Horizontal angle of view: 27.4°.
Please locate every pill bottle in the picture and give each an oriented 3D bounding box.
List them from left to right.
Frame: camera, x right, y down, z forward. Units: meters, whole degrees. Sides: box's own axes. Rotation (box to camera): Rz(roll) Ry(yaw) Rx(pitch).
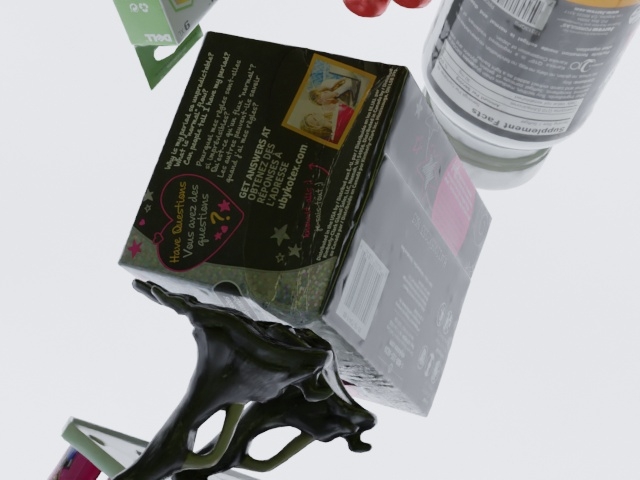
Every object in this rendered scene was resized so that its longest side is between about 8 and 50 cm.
[{"bbox_3d":[0.179,-0.179,1.127,0.162,0.278,0.162,8,-128,-10],"label":"pill bottle"}]

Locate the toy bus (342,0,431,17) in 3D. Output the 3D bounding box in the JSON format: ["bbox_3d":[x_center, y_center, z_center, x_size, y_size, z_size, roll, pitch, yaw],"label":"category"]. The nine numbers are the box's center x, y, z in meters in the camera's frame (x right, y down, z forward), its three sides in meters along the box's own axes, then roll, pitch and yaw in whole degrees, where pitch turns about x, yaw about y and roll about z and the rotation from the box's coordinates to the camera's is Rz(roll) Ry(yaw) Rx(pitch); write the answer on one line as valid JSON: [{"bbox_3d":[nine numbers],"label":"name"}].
[{"bbox_3d":[0.044,-0.207,0.680,0.149,0.220,0.211,42,-114,-34],"label":"toy bus"}]

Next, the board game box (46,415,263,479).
[{"bbox_3d":[0.070,0.257,0.770,0.390,0.390,0.050,31,-92,35],"label":"board game box"}]

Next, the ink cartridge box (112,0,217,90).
[{"bbox_3d":[-0.152,-0.260,1.282,0.062,0.209,0.109,6,-137,30],"label":"ink cartridge box"}]

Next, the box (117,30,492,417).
[{"bbox_3d":[0.000,0.000,0.852,0.142,0.247,0.163,13,-105,24],"label":"box"}]

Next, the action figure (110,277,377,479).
[{"bbox_3d":[-0.079,0.160,0.569,0.141,0.164,0.276,21,-91,24],"label":"action figure"}]
